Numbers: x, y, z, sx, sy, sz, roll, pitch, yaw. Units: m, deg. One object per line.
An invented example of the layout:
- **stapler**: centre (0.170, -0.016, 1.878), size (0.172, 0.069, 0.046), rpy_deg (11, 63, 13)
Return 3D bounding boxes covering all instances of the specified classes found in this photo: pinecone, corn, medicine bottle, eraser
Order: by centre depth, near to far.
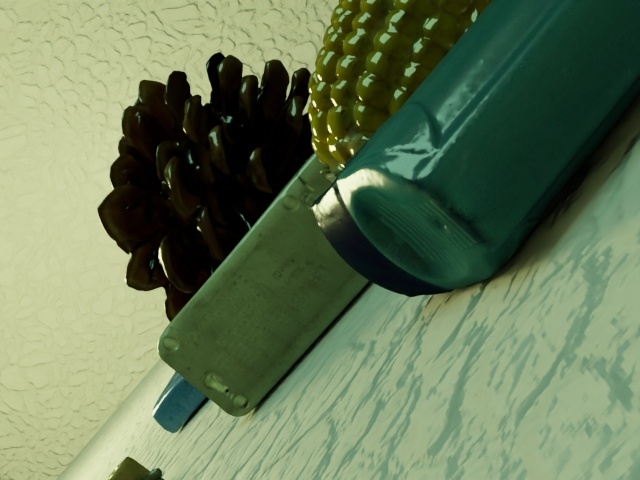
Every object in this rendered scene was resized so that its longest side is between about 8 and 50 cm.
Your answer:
- **medicine bottle**: centre (0.106, -0.083, 0.390), size (0.258, 0.079, 0.124), rpy_deg (-49, 6, -4)
- **corn**: centre (0.109, -0.195, 0.501), size (0.144, 0.144, 0.387), rpy_deg (-169, 103, -84)
- **pinecone**: centre (-0.065, -0.052, 0.766), size (0.264, 0.264, 0.264), rpy_deg (-49, 5, 6)
- **eraser**: centre (-0.123, 0.121, 1.065), size (0.144, 0.042, 0.312), rpy_deg (-48, 5, 13)

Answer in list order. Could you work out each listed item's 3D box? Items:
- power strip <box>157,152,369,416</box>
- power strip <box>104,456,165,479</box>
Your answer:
- **power strip**: centre (0.000, 0.000, 0.616), size (0.288, 0.093, 0.053), rpy_deg (-48, 2, 11)
- **power strip**: centre (-0.233, 0.289, 0.784), size (0.305, 0.044, 0.064), rpy_deg (-46, 5, 30)
